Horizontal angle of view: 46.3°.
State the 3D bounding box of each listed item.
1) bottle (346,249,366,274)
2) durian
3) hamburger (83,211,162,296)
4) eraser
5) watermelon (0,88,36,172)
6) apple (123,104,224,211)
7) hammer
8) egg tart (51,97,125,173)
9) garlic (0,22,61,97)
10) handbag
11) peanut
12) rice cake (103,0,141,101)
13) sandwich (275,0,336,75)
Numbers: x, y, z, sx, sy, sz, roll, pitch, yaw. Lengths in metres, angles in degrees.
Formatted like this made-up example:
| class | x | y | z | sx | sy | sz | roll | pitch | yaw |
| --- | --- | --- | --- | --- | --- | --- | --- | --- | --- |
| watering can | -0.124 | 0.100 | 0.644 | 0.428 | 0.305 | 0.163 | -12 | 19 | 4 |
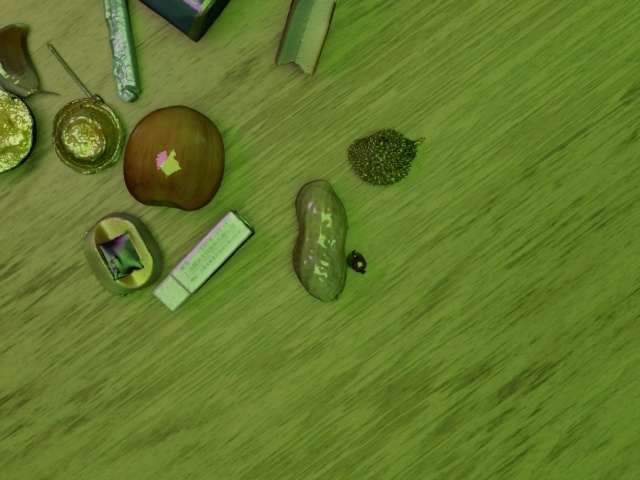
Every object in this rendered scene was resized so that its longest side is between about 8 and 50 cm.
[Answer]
| class | x | y | z | sx | sy | sz | roll | pitch | yaw |
| --- | --- | --- | --- | --- | --- | --- | --- | --- | --- |
| bottle | 0.099 | 0.059 | 1.955 | 0.063 | 0.101 | 0.047 | 36 | 91 | -9 |
| durian | 0.182 | -0.219 | 1.939 | 0.208 | 0.102 | 0.146 | -21 | 92 | -7 |
| hamburger | -0.500 | 0.034 | 1.893 | 0.173 | 0.116 | 0.210 | -31 | 94 | -10 |
| eraser | -0.293 | 0.049 | 1.903 | 0.086 | 0.130 | 0.287 | 45 | 91 | -6 |
| watermelon | -0.800 | -0.262 | 1.819 | 0.232 | 0.127 | 0.204 | -16 | 97 | -6 |
| apple | -0.358 | -0.200 | 1.832 | 0.242 | 0.242 | 0.241 | 10 | 82 | -7 |
| hammer | -0.627 | -0.406 | 1.879 | 0.060 | 0.028 | 0.195 | -38 | 95 | 6 |
| egg tart | -0.582 | -0.257 | 1.859 | 0.191 | 0.074 | 0.191 | -1 | 104 | -2 |
| garlic | -0.740 | -0.424 | 1.834 | 0.128 | 0.090 | 0.198 | -26 | 93 | -15 |
| handbag | -0.318 | -0.647 | 1.776 | 0.241 | 0.222 | 0.263 | 33 | 74 | -10 |
| peanut | 0.000 | 0.000 | 1.927 | 0.149 | 0.149 | 0.313 | 0 | 93 | -6 |
| rice cake | -0.496 | -0.511 | 1.858 | 0.063 | 0.066 | 0.336 | -8 | 96 | 4 |
| sandwich | -0.037 | -0.504 | 1.826 | 0.108 | 0.220 | 0.186 | 15 | 94 | -8 |
